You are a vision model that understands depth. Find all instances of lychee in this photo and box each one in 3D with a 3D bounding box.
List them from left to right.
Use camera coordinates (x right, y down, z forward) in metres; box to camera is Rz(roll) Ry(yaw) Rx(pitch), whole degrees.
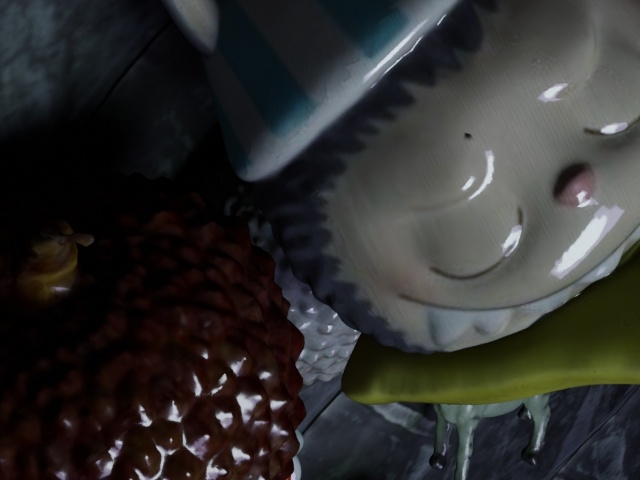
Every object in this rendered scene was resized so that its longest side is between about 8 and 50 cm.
[{"bbox_3d":[-0.137,0.084,1.113,0.264,0.264,0.300,-29,144,-24],"label":"lychee"},{"bbox_3d":[0.000,0.000,1.268,0.197,0.165,0.165,-42,152,11],"label":"lychee"}]

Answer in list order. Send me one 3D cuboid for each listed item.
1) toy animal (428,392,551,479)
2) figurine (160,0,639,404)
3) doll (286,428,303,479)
[{"bbox_3d":[0.147,0.121,1.709,0.217,0.073,0.176,-19,128,-44],"label":"toy animal"},{"bbox_3d":[0.081,-0.138,1.098,0.266,0.378,0.361,-16,-154,25],"label":"figurine"},{"bbox_3d":[-0.100,0.184,1.416,0.161,0.130,0.290,-37,168,15],"label":"doll"}]
